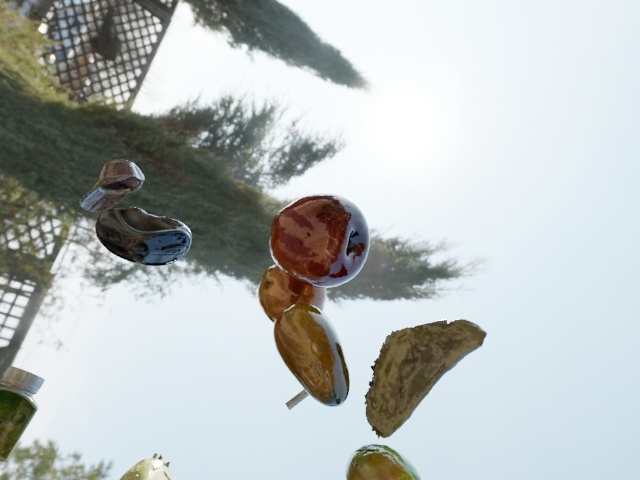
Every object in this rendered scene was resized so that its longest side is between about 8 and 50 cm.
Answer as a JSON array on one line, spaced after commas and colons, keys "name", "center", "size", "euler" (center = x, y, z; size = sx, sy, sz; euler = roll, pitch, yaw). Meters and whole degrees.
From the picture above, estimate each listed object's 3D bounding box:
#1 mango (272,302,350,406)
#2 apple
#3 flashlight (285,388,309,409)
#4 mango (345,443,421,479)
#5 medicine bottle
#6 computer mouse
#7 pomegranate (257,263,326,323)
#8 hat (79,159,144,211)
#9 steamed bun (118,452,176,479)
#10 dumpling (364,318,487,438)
[{"name": "mango", "center": [-0.013, 0.226, 0.901], "size": [0.121, 0.221, 0.151], "euler": [-27, -160, -1]}, {"name": "apple", "center": [0.000, 0.000, 1.032], "size": [0.201, 0.218, 0.218], "euler": [18, -100, 34]}, {"name": "flashlight", "center": [-0.052, 0.404, 1.166], "size": [0.083, 0.018, 0.018], "euler": [-33, -141, -16]}, {"name": "mango", "center": [0.106, 0.451, 0.874], "size": [0.111, 0.125, 0.233], "euler": [-44, -177, -22]}, {"name": "medicine bottle", "center": [-0.746, 0.400, 1.062], "size": [0.088, 0.132, 0.188], "euler": [-27, -143, 51]}, {"name": "computer mouse", "center": [-0.447, -0.003, 1.146], "size": [0.096, 0.234, 0.137], "euler": [-100, -152, -44]}, {"name": "pomegranate", "center": [-0.076, 0.147, 1.217], "size": [0.191, 0.191, 0.191], "euler": [-33, -137, 36]}, {"name": "hat", "center": [-0.269, -0.075, 0.571], "size": [0.087, 0.042, 0.058], "euler": [-34, 169, -33]}, {"name": "steamed bun", "center": [-0.414, 0.661, 1.047], "size": [0.166, 0.231, 0.273], "euler": [-28, -156, -2]}, {"name": "dumpling", "center": [0.218, 0.288, 1.041], "size": [0.332, 0.086, 0.166], "euler": [-43, -132, 1]}]
